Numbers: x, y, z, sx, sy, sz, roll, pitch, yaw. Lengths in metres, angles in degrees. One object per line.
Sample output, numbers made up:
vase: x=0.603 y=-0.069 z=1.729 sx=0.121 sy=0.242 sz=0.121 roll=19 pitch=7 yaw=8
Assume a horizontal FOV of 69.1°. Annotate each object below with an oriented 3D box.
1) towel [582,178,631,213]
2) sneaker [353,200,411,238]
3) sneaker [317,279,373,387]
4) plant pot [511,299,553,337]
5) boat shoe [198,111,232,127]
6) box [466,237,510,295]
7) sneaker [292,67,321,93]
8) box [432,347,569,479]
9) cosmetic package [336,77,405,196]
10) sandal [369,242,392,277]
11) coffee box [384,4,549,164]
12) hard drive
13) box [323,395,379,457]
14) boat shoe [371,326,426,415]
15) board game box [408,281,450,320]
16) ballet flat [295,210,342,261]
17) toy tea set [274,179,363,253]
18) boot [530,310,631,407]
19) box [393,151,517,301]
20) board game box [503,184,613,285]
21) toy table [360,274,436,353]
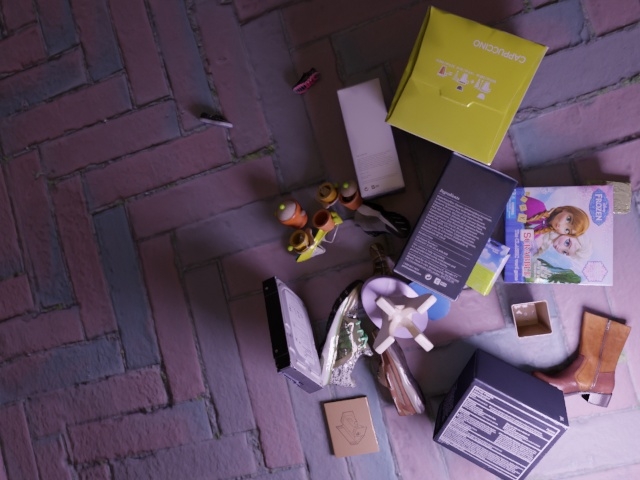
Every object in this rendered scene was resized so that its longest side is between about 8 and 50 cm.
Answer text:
towel: x=0.932 y=-0.142 z=1.515 sx=0.147 sy=0.027 sz=0.110 roll=4 pitch=91 yaw=11
sneaker: x=0.206 y=-0.054 z=1.584 sx=0.100 sy=0.271 sz=0.108 roll=5 pitch=107 yaw=-32
sneaker: x=0.108 y=0.340 z=1.646 sx=0.181 sy=0.158 sz=0.411 roll=17 pitch=98 yaw=-3
plant pot: x=0.685 y=0.251 z=1.531 sx=0.108 sy=0.096 sz=0.109 roll=-11 pitch=89 yaw=11
boat shoe: x=-0.401 y=-0.463 z=1.782 sx=0.142 sy=0.049 sz=0.040 roll=15 pitch=93 yaw=14
box: x=0.549 y=0.079 z=1.554 sx=0.109 sy=0.042 sz=0.178 roll=35 pitch=109 yaw=34
sneaker: x=-0.058 y=-0.592 z=1.717 sx=0.119 sy=0.047 sz=0.057 roll=-34 pitch=67 yaw=7
box: x=0.561 y=0.555 z=1.472 sx=0.296 sy=0.183 sz=0.294 roll=27 pitch=119 yaw=10
cosmetic package: x=0.175 y=-0.332 z=1.588 sx=0.155 sy=0.197 sz=0.366 roll=-13 pitch=89 yaw=11
sandal: x=0.214 y=0.098 z=1.658 sx=0.072 sy=0.049 sz=0.180 roll=-12 pitch=73 yaw=6
coffee box: x=0.437 y=-0.469 z=1.416 sx=0.337 sy=0.334 sz=0.339 roll=25 pitch=115 yaw=11
hard drive: x=-0.092 y=0.311 z=1.548 sx=0.064 sy=0.237 sz=0.339 roll=-25 pitch=49 yaw=13
box: x=0.112 y=0.676 z=1.689 sx=0.164 sy=0.021 sz=0.202 roll=-13 pitch=87 yaw=11
boat shoe: x=0.248 y=0.459 z=1.613 sx=0.116 sy=0.123 sz=0.325 roll=-28 pitch=79 yaw=17
board game box: x=0.368 y=0.200 z=1.610 sx=0.168 sy=0.033 sz=0.133 roll=26 pitch=128 yaw=9
ballet flat: x=0.000 y=0.000 z=1.686 sx=0.077 sy=0.077 sz=0.231 roll=36 pitch=95 yaw=5
toy tea set: x=-0.019 y=-0.117 z=1.619 sx=0.336 sy=0.124 sz=0.200 roll=-38 pitch=50 yaw=14
boot: x=0.836 y=0.369 z=1.501 sx=0.263 sy=0.096 sz=0.281 roll=14 pitch=92 yaw=12
box: x=0.415 y=-0.040 z=1.488 sx=0.211 sy=0.293 sz=0.396 roll=26 pitch=96 yaw=10
board game box: x=0.767 y=-0.017 z=1.514 sx=0.317 sy=0.066 sz=0.319 roll=0 pitch=90 yaw=18
toy table: x=0.260 y=0.244 z=1.521 sx=0.274 sy=0.161 sz=0.252 roll=31 pitch=101 yaw=-14
